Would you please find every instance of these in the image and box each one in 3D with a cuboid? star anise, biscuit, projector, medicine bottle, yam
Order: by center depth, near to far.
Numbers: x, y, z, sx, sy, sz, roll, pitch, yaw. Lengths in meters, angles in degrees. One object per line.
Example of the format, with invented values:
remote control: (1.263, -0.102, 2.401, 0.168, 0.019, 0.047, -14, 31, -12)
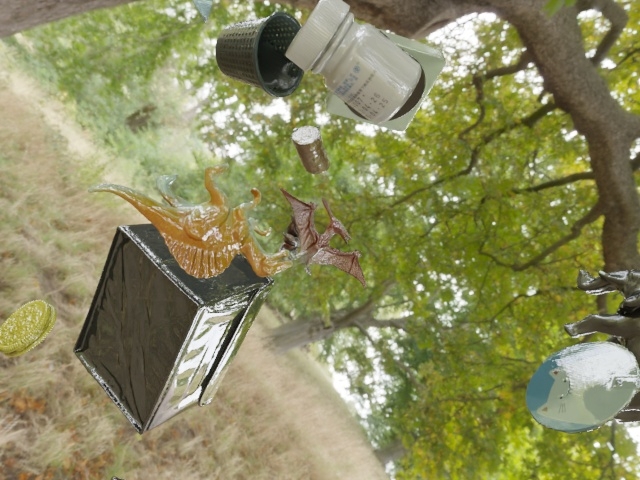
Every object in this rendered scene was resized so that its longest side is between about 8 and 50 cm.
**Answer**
biscuit: (-0.403, 0.119, 0.662, 0.023, 0.084, 0.084, 61, 1, -42)
medicine bottle: (0.047, -0.248, 0.670, 0.168, 0.105, 0.105, 33, 5, -16)
star anise: (-0.066, 0.008, 1.073, 0.141, 0.042, 0.141, 24, 90, -86)
yam: (-0.025, -0.244, 1.320, 0.127, 0.084, 0.084, 70, -4, -49)
projector: (0.172, -0.442, 1.340, 0.257, 0.259, 0.079, 120, -26, -47)

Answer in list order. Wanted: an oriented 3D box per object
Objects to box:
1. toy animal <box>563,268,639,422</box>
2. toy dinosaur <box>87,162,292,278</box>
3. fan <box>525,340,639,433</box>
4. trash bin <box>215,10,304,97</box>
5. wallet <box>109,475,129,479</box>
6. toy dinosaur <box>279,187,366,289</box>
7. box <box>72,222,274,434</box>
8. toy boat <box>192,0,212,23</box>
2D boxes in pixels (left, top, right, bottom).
toy animal: (0.437, 0.138, 0.669, 0.146, 0.114, 0.245, -41, -126, 42)
toy dinosaur: (-0.141, -0.011, 0.559, 0.057, 0.212, 0.142, -1, -79, 63)
fan: (0.273, 0.135, 0.455, 0.005, 0.113, 0.175, 48, -34, -11)
trash bin: (-0.141, -0.420, 1.086, 0.161, 0.175, 0.175, 20, -39, 33)
wallet: (-0.265, 0.547, 0.964, 0.165, 0.309, 0.042, 88, 17, -48)
toy dinosaur: (0.000, 0.000, 0.795, 0.220, 0.108, 0.032, 48, -8, -1)
box: (-0.303, 0.160, 0.976, 0.251, 0.345, 0.204, 38, 24, 23)
toy boat: (-0.171, -0.372, 0.679, 0.034, 0.096, 0.122, -29, -128, 59)
